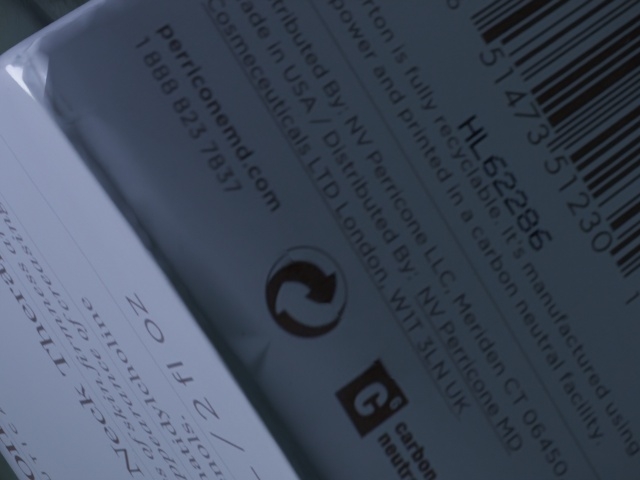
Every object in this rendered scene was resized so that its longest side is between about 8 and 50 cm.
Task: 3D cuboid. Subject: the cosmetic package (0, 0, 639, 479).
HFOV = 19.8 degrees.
[{"bbox_3d":[0.000,0.000,0.971,0.329,0.327,0.394,57,156,-7],"label":"cosmetic package"}]
